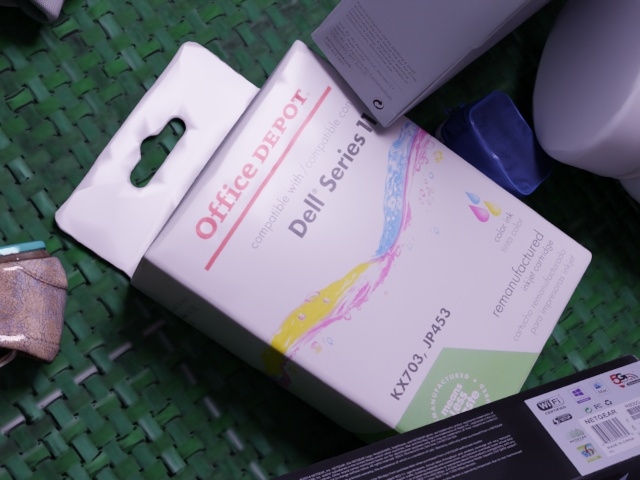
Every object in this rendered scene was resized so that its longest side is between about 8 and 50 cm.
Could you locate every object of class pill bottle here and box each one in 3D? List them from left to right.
[{"bbox_3d":[0.375,-0.098,0.845,0.361,0.204,0.204,15,76,-17],"label":"pill bottle"}]

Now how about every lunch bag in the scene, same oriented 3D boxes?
[{"bbox_3d":[0.136,-0.073,0.856,0.067,0.065,0.098,-34,91,-42],"label":"lunch bag"}]

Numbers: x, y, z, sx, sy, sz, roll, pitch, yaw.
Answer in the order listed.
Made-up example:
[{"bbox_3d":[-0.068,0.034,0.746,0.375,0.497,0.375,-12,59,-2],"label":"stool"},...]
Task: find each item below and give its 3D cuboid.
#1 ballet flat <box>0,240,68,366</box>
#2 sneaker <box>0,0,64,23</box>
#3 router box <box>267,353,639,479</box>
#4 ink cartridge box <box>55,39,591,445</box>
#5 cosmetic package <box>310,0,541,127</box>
[{"bbox_3d":[-0.326,0.073,0.682,0.316,0.107,0.106,-9,90,-16],"label":"ballet flat"},{"bbox_3d":[-0.207,-0.249,0.779,0.331,0.122,0.146,-30,107,-20],"label":"sneaker"},{"bbox_3d":[0.091,0.229,0.702,0.309,0.242,0.081,-15,41,-18],"label":"router box"},{"bbox_3d":[0.000,0.000,0.776,0.353,0.119,0.207,34,73,-7],"label":"ink cartridge box"},{"bbox_3d":[0.198,-0.261,0.738,0.097,0.284,0.377,52,51,-2],"label":"cosmetic package"}]
